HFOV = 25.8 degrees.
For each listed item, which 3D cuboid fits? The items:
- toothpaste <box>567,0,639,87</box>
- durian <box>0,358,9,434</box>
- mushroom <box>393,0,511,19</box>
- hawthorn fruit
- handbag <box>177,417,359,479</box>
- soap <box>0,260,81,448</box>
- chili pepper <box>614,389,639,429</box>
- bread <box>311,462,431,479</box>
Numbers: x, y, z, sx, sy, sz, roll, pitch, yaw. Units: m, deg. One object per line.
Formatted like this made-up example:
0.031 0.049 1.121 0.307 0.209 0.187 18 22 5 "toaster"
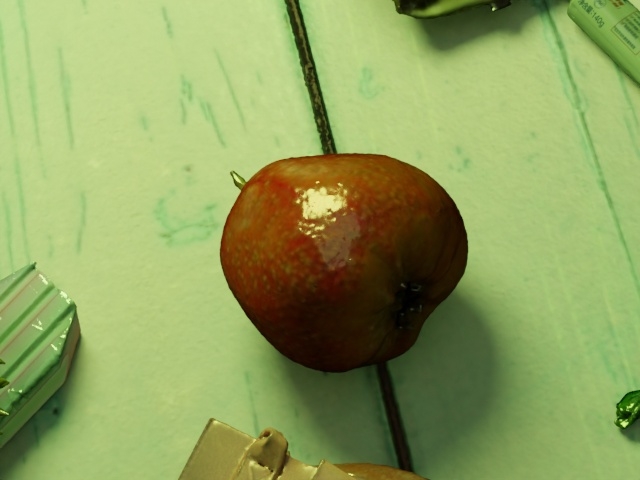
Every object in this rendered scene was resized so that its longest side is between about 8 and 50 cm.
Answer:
0.314 -0.159 1.289 0.069 0.047 0.268 -32 71 -30 "toothpaste"
-0.423 0.175 1.114 0.394 0.163 0.198 -28 75 14 "durian"
0.120 -0.339 1.336 0.292 0.217 0.212 -27 25 -25 "mushroom"
0.000 0.000 1.168 0.225 0.196 0.196 33 72 31 "hawthorn fruit"
-0.016 0.232 1.004 0.212 0.059 0.157 23 73 13 "handbag"
-0.271 0.098 1.204 0.100 0.056 0.149 38 75 14 "soap"
0.291 0.136 1.177 0.091 0.030 0.034 -8 92 2 "chili pepper"
0.047 0.267 1.084 0.244 0.123 0.190 36 72 15 "bread"
